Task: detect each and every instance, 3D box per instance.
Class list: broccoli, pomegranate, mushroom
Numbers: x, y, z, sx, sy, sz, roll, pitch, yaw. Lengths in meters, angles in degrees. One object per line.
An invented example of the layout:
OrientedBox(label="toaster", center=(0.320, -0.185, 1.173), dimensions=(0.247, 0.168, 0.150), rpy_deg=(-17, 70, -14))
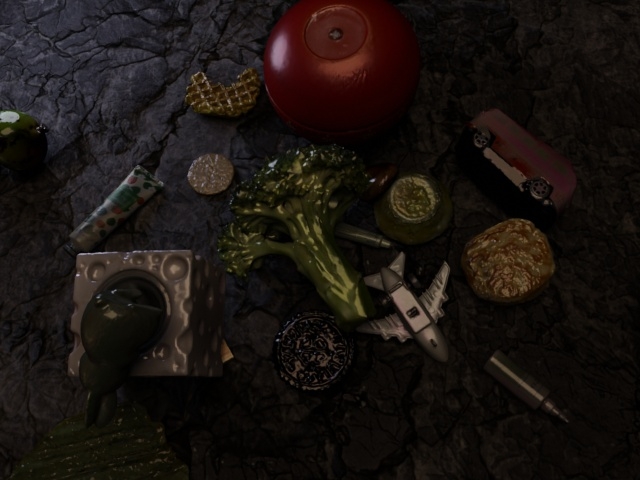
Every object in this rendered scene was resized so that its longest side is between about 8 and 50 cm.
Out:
OrientedBox(label="broccoli", center=(0.009, -0.032, 1.476), dimensions=(0.397, 0.353, 0.274), rpy_deg=(32, 28, 33))
OrientedBox(label="pomegranate", center=(-0.765, -0.218, 1.670), dimensions=(0.156, 0.156, 0.220), rpy_deg=(41, 91, 18))
OrientedBox(label="mushroom", center=(0.128, -0.143, 1.605), dimensions=(0.052, 0.123, 0.123), rpy_deg=(45, 72, -21))

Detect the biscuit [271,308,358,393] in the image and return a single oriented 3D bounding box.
OrientedBox(label="biscuit", center=(-0.013, 0.238, 1.478), dimensions=(0.194, 0.053, 0.195), rpy_deg=(-1, 67, 3))

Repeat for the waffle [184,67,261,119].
OrientedBox(label="waffle", center=(-0.249, -0.382, 1.760), dimensions=(0.194, 0.051, 0.149), rpy_deg=(8, 67, 12))

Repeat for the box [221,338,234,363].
OrientedBox(label="box", center=(-0.244, 0.257, 1.505), dimensions=(0.093, 0.015, 0.058), rpy_deg=(-29, 71, -9))

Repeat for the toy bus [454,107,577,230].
OrientedBox(label="toy bus", center=(0.453, -0.168, 1.584), dimensions=(0.147, 0.127, 0.302), rpy_deg=(-39, 70, -16))

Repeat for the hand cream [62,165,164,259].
OrientedBox(label="hand cream", center=(-0.501, -0.066, 1.639), dimensions=(0.095, 0.059, 0.276), rpy_deg=(35, 69, 14))

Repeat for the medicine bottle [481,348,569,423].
OrientedBox(label="medicine bottle", center=(0.431, 0.310, 1.419), dimensions=(0.199, 0.058, 0.057), rpy_deg=(40, 75, 18))

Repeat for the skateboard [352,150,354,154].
OrientedBox(label="skateboard", center=(0.070, -0.176, 1.634), dimensions=(0.063, 0.083, 0.032), rpy_deg=(-19, 68, -4))

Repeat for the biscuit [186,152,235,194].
OrientedBox(label="biscuit", center=(-0.270, -0.163, 1.686), dimensions=(0.120, 0.015, 0.120), rpy_deg=(-1, 67, 2))

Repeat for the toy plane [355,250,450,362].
OrientedBox(label="toy plane", center=(0.195, 0.153, 1.477), dimensions=(0.251, 0.101, 0.255), rpy_deg=(-34, 69, 2))

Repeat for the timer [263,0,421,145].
OrientedBox(label="timer", center=(0.050, -0.415, 1.635), dimensions=(0.377, 0.279, 0.378), rpy_deg=(-2, 69, 4))

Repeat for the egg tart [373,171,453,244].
OrientedBox(label="egg tart", center=(0.218, -0.081, 1.589), dimensions=(0.197, 0.078, 0.197), rpy_deg=(-1, 69, 3))

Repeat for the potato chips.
OrientedBox(label="potato chips", center=(-0.472, 0.529, 1.375), dimensions=(0.429, 0.070, 0.359), rpy_deg=(-17, 69, -4))

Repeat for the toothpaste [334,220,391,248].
OrientedBox(label="toothpaste", center=(0.071, -0.018, 1.597), dimensions=(0.197, 0.029, 0.048), rpy_deg=(18, 67, 14))

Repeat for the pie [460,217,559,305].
OrientedBox(label="pie", center=(0.418, 0.052, 1.516), dimensions=(0.205, 0.084, 0.179), rpy_deg=(-28, 67, -7))

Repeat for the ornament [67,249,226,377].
OrientedBox(label="ornament", center=(-0.342, 0.160, 1.400), dimensions=(0.239, 0.240, 0.240), rpy_deg=(-2, 77, 9))

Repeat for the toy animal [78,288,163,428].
OrientedBox(label="toy animal", center=(-0.384, 0.209, 1.219), dimensions=(0.127, 0.125, 0.251), rpy_deg=(21, 101, -17))
